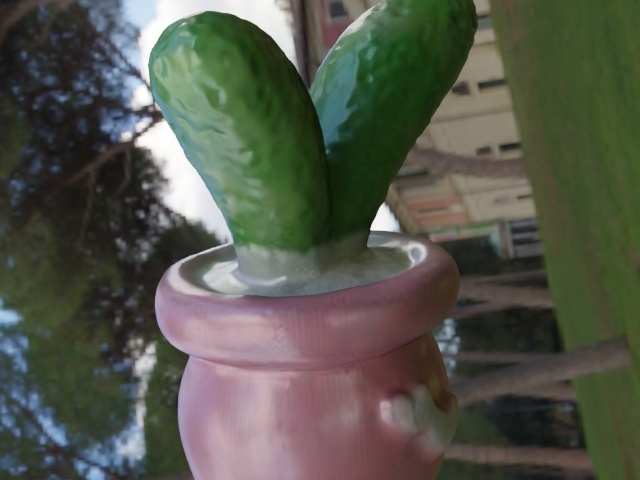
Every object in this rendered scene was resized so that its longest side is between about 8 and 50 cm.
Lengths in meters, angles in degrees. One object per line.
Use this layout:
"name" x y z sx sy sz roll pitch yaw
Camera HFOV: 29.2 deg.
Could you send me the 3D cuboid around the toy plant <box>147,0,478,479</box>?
"toy plant" 0.003 0.006 0.870 0.317 0.210 0.356 -17 -77 -48
